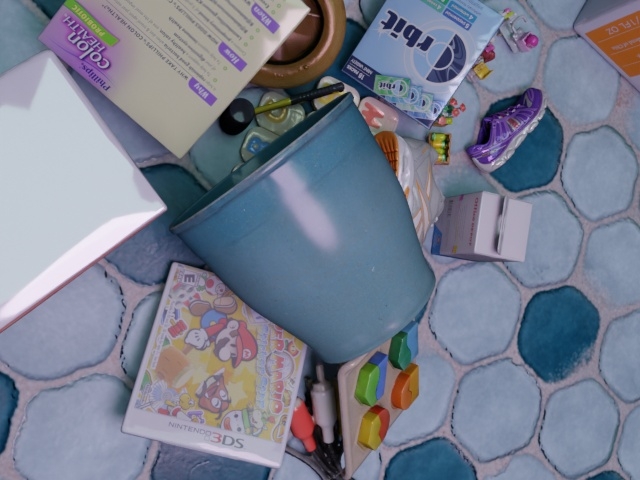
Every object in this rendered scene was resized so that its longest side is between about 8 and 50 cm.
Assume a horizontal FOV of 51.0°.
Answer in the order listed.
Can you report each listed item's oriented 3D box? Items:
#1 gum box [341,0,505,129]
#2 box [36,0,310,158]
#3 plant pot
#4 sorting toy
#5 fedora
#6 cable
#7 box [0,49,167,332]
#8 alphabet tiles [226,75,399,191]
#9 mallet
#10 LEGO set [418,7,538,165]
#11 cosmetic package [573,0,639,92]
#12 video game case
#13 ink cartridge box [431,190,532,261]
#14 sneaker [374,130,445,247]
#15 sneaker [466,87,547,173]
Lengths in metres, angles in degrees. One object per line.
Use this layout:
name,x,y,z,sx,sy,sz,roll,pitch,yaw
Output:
gum box,0.146,-0.281,0.970,0.157,0.041,0.184,35,102,3
box,-0.171,-0.267,0.822,0.213,0.117,0.243,40,102,-15
plant pot,0.000,0.000,0.834,0.271,0.271,0.255,-41,103,-17
sorting toy,0.088,0.198,0.913,0.193,0.038,0.208,-37,136,-46
fedora,-0.063,-0.303,0.920,0.194,0.079,0.194,-1,109,-4
cable,0.012,0.314,0.951,0.139,0.072,0.287,-20,95,-23
box,-0.314,-0.027,0.690,0.215,0.345,0.168,-39,102,-17
alphabet tiles,0.014,-0.090,0.990,0.277,0.021,0.284,24,81,-19
mallet,-0.047,-0.193,0.928,0.189,0.062,0.039,-21,90,-16
LEGO set,0.232,-0.256,1.029,0.132,0.107,0.287,39,76,-16
cosmetic package,0.687,-0.309,1.142,0.453,0.230,0.162,35,78,-16
video game case,-0.126,0.161,0.881,0.206,0.026,0.227,17,67,-10
ink cartridge box,0.245,-0.017,1.010,0.089,0.143,0.092,10,86,-20
sneaker,0.136,-0.026,0.985,0.121,0.099,0.263,-2,95,-34
sneaker,0.299,-0.188,1.078,0.071,0.068,0.170,42,76,-9
